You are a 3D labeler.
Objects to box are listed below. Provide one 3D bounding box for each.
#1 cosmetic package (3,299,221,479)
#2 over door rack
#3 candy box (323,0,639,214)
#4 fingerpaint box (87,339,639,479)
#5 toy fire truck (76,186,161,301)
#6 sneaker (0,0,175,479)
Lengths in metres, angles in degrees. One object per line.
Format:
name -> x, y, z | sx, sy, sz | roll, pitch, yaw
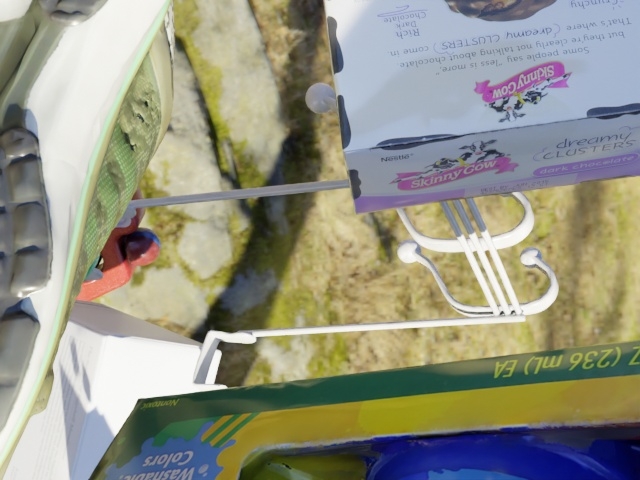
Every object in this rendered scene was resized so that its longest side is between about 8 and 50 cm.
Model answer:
cosmetic package -> -0.236, 0.181, 0.955 | 0.138, 0.225, 0.224 | 15, 89, -42
over door rack -> 0.000, 0.000, 0.761 | 0.239, 0.324, 0.108 | 55, 25, -52
candy box -> 0.084, -0.122, 0.495 | 0.070, 0.165, 0.196 | 76, 8, -66
fingerpaint box -> 0.046, 0.218, 0.350 | 0.163, 0.445, 0.371 | 60, 37, -27
toy fire truck -> -0.339, -0.032, 1.232 | 0.169, 0.254, 0.302 | -75, 160, -49
sneaker -> -0.144, -0.003, 0.467 | 0.182, 0.158, 0.410 | 70, 36, -65
